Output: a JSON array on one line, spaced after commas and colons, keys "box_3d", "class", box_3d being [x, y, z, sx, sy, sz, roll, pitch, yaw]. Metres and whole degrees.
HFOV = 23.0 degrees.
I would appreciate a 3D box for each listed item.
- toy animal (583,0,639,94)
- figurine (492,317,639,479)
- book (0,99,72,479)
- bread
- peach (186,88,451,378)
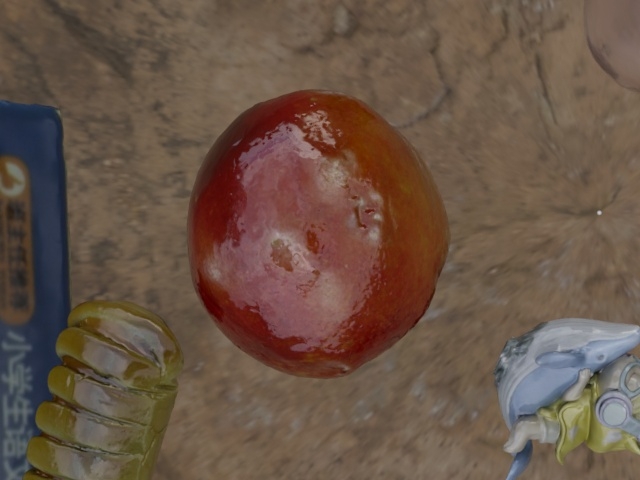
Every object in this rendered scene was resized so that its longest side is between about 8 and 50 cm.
[{"box_3d": [0.193, -0.145, 0.538, 0.210, 0.229, 0.221, 8, 118, 1], "class": "toy animal"}, {"box_3d": [0.257, 0.164, 1.596, 0.184, 0.128, 0.208, 36, 110, 3], "class": "figurine"}, {"box_3d": [-0.279, 0.073, 0.585, 0.039, 0.428, 0.300, -11, 79, 47], "class": "book"}, {"box_3d": [-0.080, 0.065, 0.568, 0.049, 0.034, 0.088, 18, 89, 12], "class": "bread"}, {"box_3d": [0.000, 0.000, 1.304, 0.199, 0.243, 0.243, -20, 87, 48], "class": "peach"}]
